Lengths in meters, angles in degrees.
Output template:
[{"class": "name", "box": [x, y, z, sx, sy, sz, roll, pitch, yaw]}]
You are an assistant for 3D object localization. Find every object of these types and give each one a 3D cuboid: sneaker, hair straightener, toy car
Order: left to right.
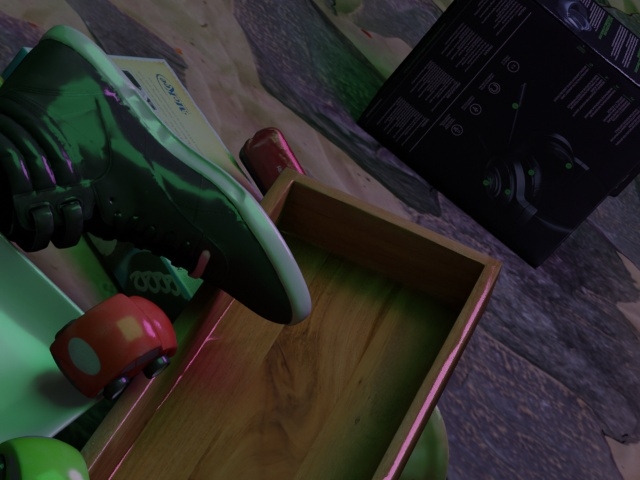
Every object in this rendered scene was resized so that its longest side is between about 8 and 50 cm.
[{"class": "toy car", "box": [-0.188, 0.115, 1.276, 0.239, 0.053, 0.225, 8, 51, -28]}, {"class": "sneaker", "box": [-0.148, -0.013, 1.428, 0.296, 0.104, 0.147, 45, 63, 2]}, {"class": "hair straightener", "box": [0.000, 0.000, 1.760, 0.230, 0.047, 0.089, 54, -10, -3]}]

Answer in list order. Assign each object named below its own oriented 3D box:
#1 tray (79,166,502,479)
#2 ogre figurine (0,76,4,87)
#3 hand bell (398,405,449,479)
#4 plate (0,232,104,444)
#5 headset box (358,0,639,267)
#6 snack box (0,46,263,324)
[{"class": "tray", "box": [-0.021, 0.118, 1.462, 0.203, 0.076, 0.411, 24, 41, 9]}, {"class": "ogre figurine", "box": [-0.279, -0.074, 1.517, 0.197, 0.118, 0.097, 31, 30, -18]}, {"class": "hand bell", "box": [-0.027, 0.183, 1.512, 0.242, 0.126, 0.126, -11, 56, -39]}, {"class": "plate", "box": [-0.311, 0.070, 1.304, 0.277, 0.045, 0.278, 43, 44, 5]}, {"class": "headset box", "box": [0.233, -0.148, 2.095, 0.283, 0.246, 0.131, 38, 29, -3]}, {"class": "snack box", "box": [-0.137, -0.037, 1.693, 0.187, 0.060, 0.322, -1, 49, -52]}]
